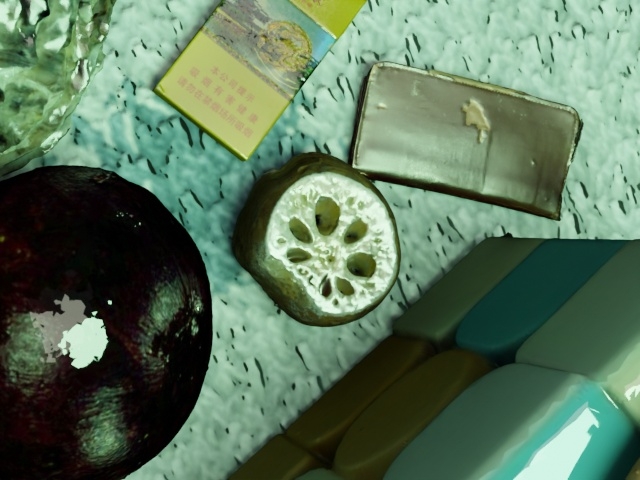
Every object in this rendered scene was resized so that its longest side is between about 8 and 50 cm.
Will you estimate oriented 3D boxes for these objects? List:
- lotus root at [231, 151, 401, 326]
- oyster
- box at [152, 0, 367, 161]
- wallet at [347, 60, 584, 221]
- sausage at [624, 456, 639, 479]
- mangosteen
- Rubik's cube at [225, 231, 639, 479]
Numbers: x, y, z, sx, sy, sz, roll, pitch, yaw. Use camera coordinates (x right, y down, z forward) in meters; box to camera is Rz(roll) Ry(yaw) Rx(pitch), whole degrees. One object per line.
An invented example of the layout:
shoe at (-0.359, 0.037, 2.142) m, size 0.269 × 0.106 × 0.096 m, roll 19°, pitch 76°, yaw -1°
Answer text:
lotus root at (0.002, -0.002, 0.814) m, size 0.112 × 0.081 × 0.122 m, roll -43°, pitch 98°, yaw -9°
oyster at (-0.280, -0.099, 0.721) m, size 0.351 × 0.158 × 0.162 m, roll -37°, pitch 63°, yaw -25°
box at (-0.043, -0.144, 0.837) m, size 0.087 × 0.023 × 0.155 m, roll 37°, pitch 80°, yaw -8°
wallet at (0.112, -0.077, 0.874) m, size 0.176 × 0.026 × 0.095 m, roll 10°, pitch 93°, yaw -12°
sausage at (0.166, 0.104, 0.527) m, size 0.034 × 0.034 × 0.083 m, roll 38°, pitch 82°, yaw -11°
mangosteen at (-0.191, 0.047, 0.719) m, size 0.250 × 0.211 × 0.211 m, roll 14°, pitch 85°, yaw 17°
Rubik's cube at (0.155, 0.229, 0.719) m, size 0.344 × 0.347 × 0.346 m, roll -42°, pitch 99°, yaw -10°
